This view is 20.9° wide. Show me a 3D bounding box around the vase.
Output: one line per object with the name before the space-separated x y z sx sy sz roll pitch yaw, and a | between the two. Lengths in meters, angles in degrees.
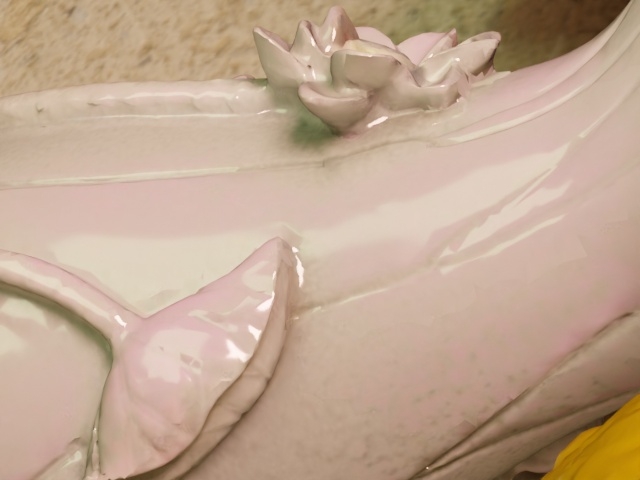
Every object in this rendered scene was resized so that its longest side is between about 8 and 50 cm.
vase | -0.009 0.034 0.651 0.445 0.250 0.250 -20 46 24

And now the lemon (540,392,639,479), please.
lemon | 0.154 0.165 0.319 0.336 0.336 0.336 -25 44 27
